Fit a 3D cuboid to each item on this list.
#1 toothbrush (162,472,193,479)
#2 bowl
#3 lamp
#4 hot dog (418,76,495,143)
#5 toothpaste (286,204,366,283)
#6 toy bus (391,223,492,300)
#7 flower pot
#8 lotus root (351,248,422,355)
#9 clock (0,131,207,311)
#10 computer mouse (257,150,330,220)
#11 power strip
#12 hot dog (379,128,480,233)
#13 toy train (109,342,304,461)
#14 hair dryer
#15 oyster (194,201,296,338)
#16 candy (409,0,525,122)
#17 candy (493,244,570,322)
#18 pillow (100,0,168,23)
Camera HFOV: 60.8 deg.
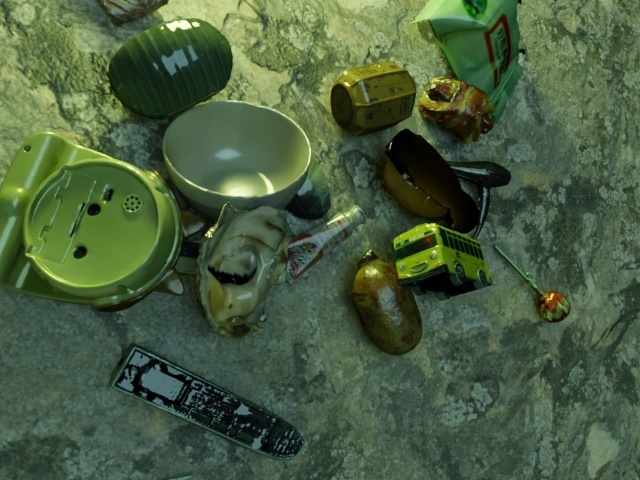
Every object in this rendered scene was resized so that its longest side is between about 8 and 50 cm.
[{"bbox_3d":[-0.354,0.482,1.047,0.220,0.016,0.019,-3,94,-27],"label":"toothbrush"},{"bbox_3d":[-0.168,-0.139,1.099,0.287,0.143,0.286,6,47,-6],"label":"bowl"},{"bbox_3d":[0.124,-0.337,1.293,0.185,0.161,0.161,-18,92,-27],"label":"lamp"},{"bbox_3d":[0.366,-0.346,1.428,0.213,0.103,0.146,23,93,-19],"label":"hot dog"},{"bbox_3d":[0.000,0.000,1.255,0.234,0.057,0.089,-34,100,-17],"label":"toothpaste"},{"bbox_3d":[0.284,0.051,1.279,0.262,0.128,0.149,16,59,-50],"label":"toy bus"},{"bbox_3d":[-0.289,-0.336,1.073,0.243,0.189,0.157,-31,104,-15],"label":"flower pot"},{"bbox_3d":[0.150,0.143,1.264,0.145,0.129,0.260,-27,99,-39],"label":"lotus root"},{"bbox_3d":[-0.391,-0.020,0.969,0.349,0.117,0.285,15,76,1],"label":"clock"},{"bbox_3d":[-0.051,-0.152,1.232,0.126,0.071,0.231,-34,98,-25],"label":"computer mouse"},{"bbox_3d":[-0.193,0.051,1.122,0.257,0.105,0.069,8,83,-24],"label":"power strip"},{"bbox_3d":[0.246,-0.120,1.346,0.326,0.107,0.194,52,49,-17],"label":"hot dog"},{"bbox_3d":[-0.215,0.334,1.089,0.407,0.088,0.086,33,73,-19],"label":"toy train"},{"bbox_3d":[0.410,-0.107,1.460,0.196,0.075,0.218,6,89,-15],"label":"hair dryer"},{"bbox_3d":[-0.154,0.053,1.010,0.271,0.100,0.275,-44,135,4],"label":"oyster"},{"bbox_3d":[0.433,-0.530,1.480,0.263,0.172,0.398,-49,125,-12],"label":"candy"},{"bbox_3d":[0.579,0.117,1.515,0.288,0.078,0.084,44,105,-5],"label":"candy"},{"bbox_3d":[-0.432,-0.573,1.112,0.135,0.049,0.248,-39,105,-23],"label":"pillow"}]
